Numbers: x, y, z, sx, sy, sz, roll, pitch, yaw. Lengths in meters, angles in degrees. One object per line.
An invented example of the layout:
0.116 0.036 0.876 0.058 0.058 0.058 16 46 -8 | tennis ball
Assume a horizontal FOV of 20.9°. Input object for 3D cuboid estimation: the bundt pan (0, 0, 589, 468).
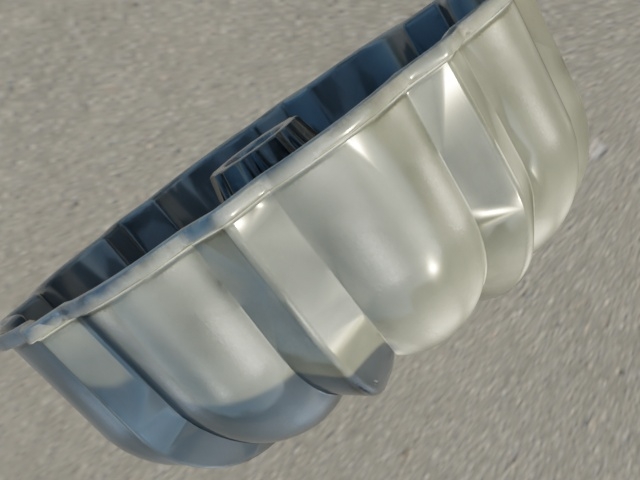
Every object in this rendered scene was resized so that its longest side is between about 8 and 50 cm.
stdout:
0.000 0.000 0.891 0.331 0.331 0.124 -33 98 16 | bundt pan
